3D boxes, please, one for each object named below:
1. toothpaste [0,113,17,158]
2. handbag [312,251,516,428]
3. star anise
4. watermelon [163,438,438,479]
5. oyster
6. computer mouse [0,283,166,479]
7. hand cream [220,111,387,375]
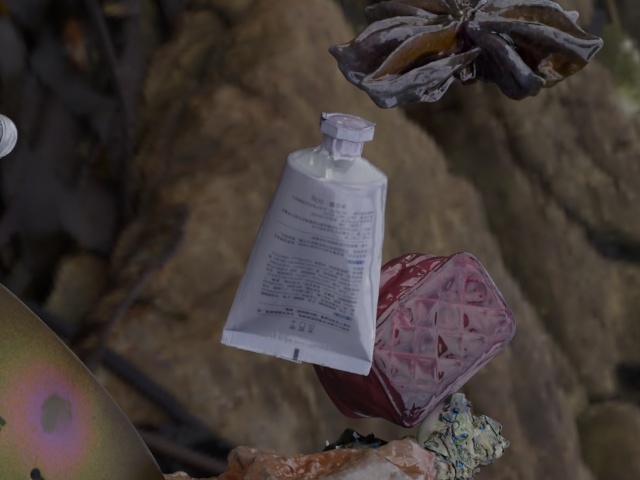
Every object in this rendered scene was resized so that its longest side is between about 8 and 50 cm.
[{"bbox_3d":[-0.336,-0.105,1.626,0.193,0.045,0.071,24,84,-79],"label":"toothpaste"},{"bbox_3d":[0.103,0.111,2.033,0.225,0.135,0.146,-40,111,-28],"label":"handbag"},{"bbox_3d":[0.114,-0.157,1.401,0.197,0.212,0.073,-83,169,-63],"label":"star anise"},{"bbox_3d":[-0.053,0.273,1.221,0.151,0.264,0.302,55,39,-70],"label":"watermelon"},{"bbox_3d":[0.102,0.222,1.849,0.259,0.198,0.092,125,-48,-72],"label":"oyster"},{"bbox_3d":[-0.194,0.143,1.072,0.310,0.072,0.158,55,53,-30],"label":"computer mouse"},{"bbox_3d":[0.000,0.000,0.946,0.053,0.084,0.142,-74,177,-68],"label":"hand cream"}]
